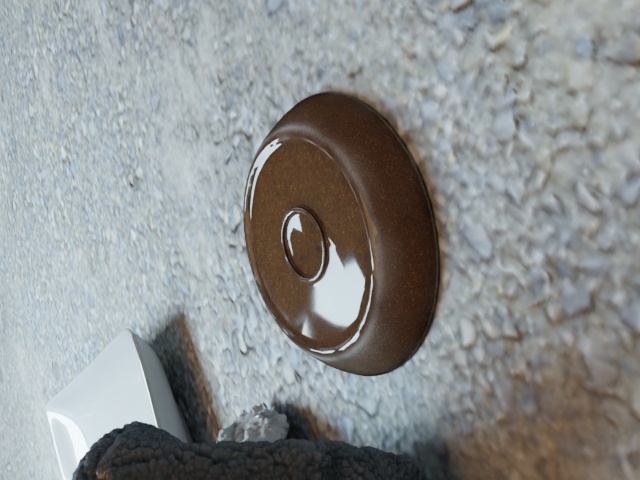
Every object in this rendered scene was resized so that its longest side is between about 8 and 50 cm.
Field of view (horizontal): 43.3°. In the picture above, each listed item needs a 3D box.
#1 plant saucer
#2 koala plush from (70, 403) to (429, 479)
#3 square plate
[{"bbox_3d":[0.000,0.000,0.467,0.168,0.029,0.168,20,115,51],"label":"plant saucer"},{"bbox_3d":[-0.030,0.194,0.475,0.221,0.203,0.196,139,124,-75],"label":"koala plush"},{"bbox_3d":[-0.168,0.285,0.779,0.347,0.049,0.344,-37,70,53],"label":"square plate"}]
